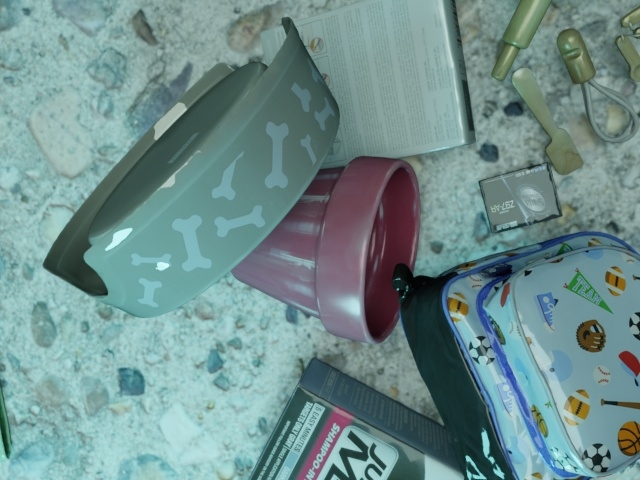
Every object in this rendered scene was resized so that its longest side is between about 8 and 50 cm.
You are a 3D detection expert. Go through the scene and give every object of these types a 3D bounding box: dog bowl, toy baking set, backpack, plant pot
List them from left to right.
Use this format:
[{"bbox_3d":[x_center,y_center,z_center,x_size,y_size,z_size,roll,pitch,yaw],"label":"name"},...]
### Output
[{"bbox_3d":[-0.125,-0.070,0.654,0.348,0.349,0.102,-42,114,10],"label":"dog bowl"},{"bbox_3d":[0.000,0.000,0.717,0.180,0.201,0.202,10,98,22],"label":"plant pot"},{"bbox_3d":[0.248,0.110,0.649,0.263,0.213,0.277,-18,86,-29],"label":"backpack"},{"bbox_3d":[0.289,-0.201,0.681,0.196,0.030,0.256,24,113,-9],"label":"toy baking set"}]

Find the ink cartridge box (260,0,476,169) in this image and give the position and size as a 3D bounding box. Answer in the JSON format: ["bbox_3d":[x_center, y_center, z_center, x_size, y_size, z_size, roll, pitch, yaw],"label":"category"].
[{"bbox_3d":[0.055,-0.187,0.760,0.232,0.066,0.189,-7,96,30],"label":"ink cartridge box"}]

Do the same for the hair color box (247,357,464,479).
[{"bbox_3d":[0.106,0.321,0.766,0.374,0.113,0.186,27,99,4],"label":"hair color box"}]

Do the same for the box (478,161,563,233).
[{"bbox_3d":[0.237,-0.050,0.753,0.083,0.018,0.067,-14,94,9],"label":"box"}]

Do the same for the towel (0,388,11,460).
[{"bbox_3d":[-0.609,0.200,0.898,0.324,0.038,0.248,-6,97,7],"label":"towel"}]
